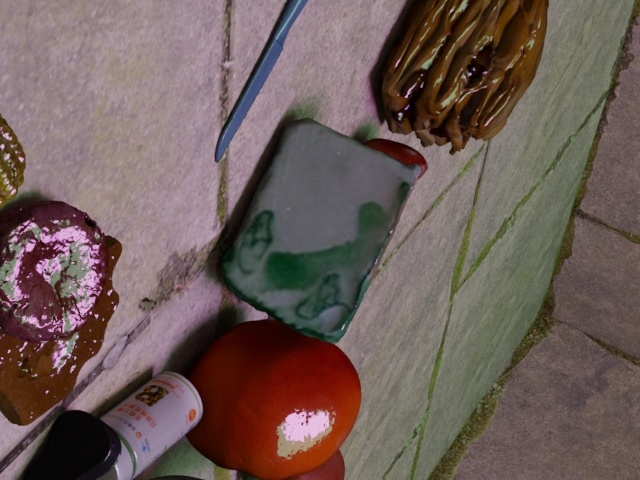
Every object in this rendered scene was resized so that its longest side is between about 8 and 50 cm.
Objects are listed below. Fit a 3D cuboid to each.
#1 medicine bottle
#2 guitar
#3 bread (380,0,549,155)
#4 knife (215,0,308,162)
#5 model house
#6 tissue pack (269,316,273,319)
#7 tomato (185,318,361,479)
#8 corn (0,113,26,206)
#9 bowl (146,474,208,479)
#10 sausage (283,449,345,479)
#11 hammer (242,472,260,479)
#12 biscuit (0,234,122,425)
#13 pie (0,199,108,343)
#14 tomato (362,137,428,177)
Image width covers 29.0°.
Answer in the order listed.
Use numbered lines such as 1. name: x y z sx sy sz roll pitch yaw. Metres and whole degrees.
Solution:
1. medicine bottle: -0.232 0.242 1.562 0.183 0.086 0.086 -37 148 -53
2. guitar: -0.336 0.320 1.433 0.271 0.084 0.038 -54 156 -8
3. bread: 0.252 -0.280 1.998 0.314 0.192 0.370 -63 162 -4
4. knife: -0.056 -0.235 1.521 0.313 0.019 0.044 -61 164 -1
5. model house: 0.000 0.000 1.780 0.325 0.194 0.267 68 47 -83
6. tissue pack: -0.020 0.112 1.934 0.074 0.094 0.059 -64 160 -3
7. tomato: -0.075 0.211 1.723 0.260 0.260 0.180 -35 132 -55
8. corn: -0.295 -0.117 0.916 0.101 0.101 0.291 -54 160 -26
9. bowl: -0.248 0.454 1.642 0.354 0.185 0.354 -52 158 -31
10. sausage: -0.026 0.361 1.807 0.259 0.114 0.113 -31 145 -80
11. hammer: -0.086 0.322 2.039 0.206 0.119 0.335 -46 161 -37
12. biscuit: -0.279 0.079 1.296 0.215 0.034 0.182 -56 152 -26
13. pie: -0.267 0.031 1.204 0.153 0.038 0.153 -20 115 -50
14. tomato: 0.083 -0.106 1.939 0.159 0.091 0.139 -43 163 32
